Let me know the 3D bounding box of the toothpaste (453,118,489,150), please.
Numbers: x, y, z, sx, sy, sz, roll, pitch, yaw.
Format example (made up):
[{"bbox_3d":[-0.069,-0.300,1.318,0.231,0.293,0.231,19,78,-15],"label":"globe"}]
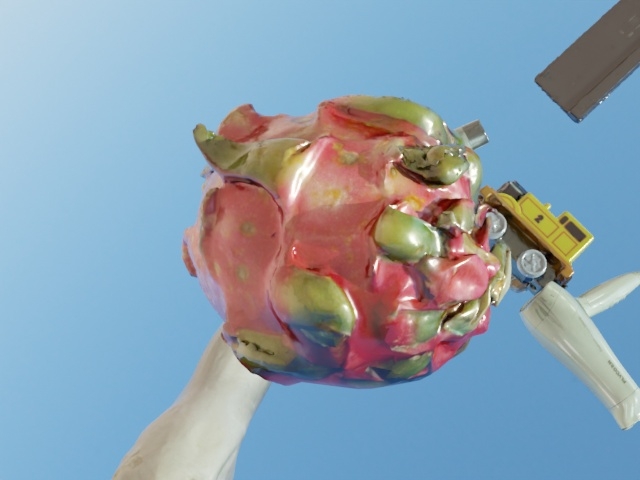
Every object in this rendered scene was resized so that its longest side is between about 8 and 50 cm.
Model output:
[{"bbox_3d":[0.120,-0.101,1.418,0.239,0.062,0.039,-25,-126,7],"label":"toothpaste"}]

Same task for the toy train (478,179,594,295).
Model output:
[{"bbox_3d":[0.297,-0.007,1.460,0.127,0.219,0.089,-40,166,-16],"label":"toy train"}]

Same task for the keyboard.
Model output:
[{"bbox_3d":[0.288,-0.192,0.943,0.195,0.060,0.018,-42,170,-3],"label":"keyboard"}]

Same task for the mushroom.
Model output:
[{"bbox_3d":[-0.110,0.174,0.990,0.097,0.109,0.351,15,-141,10],"label":"mushroom"}]

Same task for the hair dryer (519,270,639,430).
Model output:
[{"bbox_3d":[0.401,0.110,1.355,0.237,0.206,0.075,-35,169,-33],"label":"hair dryer"}]

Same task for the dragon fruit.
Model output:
[{"bbox_3d":[0.010,-0.001,0.826,0.237,0.231,0.303,-11,-169,-37],"label":"dragon fruit"}]
